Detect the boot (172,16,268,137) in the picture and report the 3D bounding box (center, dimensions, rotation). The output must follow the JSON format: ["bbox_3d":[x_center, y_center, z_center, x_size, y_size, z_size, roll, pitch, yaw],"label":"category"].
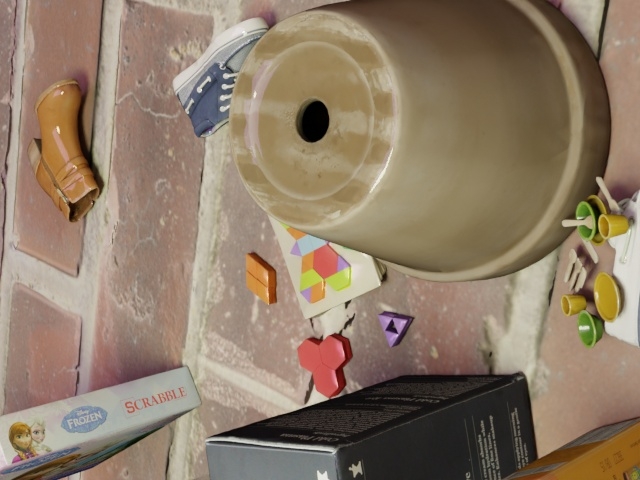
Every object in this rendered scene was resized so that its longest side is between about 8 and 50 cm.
[{"bbox_3d":[-0.116,-0.208,1.252,0.190,0.069,0.086,-31,82,48],"label":"boot"}]

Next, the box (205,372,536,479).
[{"bbox_3d":[0.074,0.330,0.973,0.179,0.313,0.343,-8,90,42],"label":"box"}]

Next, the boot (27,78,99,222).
[{"bbox_3d":[-0.382,-0.136,1.487,0.152,0.073,0.197,55,138,24],"label":"boot"}]

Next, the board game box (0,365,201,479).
[{"bbox_3d":[-0.384,0.293,1.372,0.318,0.319,0.066,-35,74,39],"label":"board game box"}]

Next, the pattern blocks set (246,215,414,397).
[{"bbox_3d":[0.000,0.000,1.192,0.285,0.026,0.324,-46,65,35],"label":"pattern blocks set"}]

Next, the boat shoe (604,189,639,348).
[{"bbox_3d":[0.297,-0.007,0.889,0.076,0.083,0.226,12,104,39],"label":"boat shoe"}]

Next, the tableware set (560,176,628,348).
[{"bbox_3d":[0.253,0.026,0.907,0.154,0.024,0.104,94,165,-47],"label":"tableware set"}]

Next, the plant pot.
[{"bbox_3d":[0.072,-0.111,0.933,0.323,0.280,0.323,2,94,38],"label":"plant pot"}]

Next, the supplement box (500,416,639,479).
[{"bbox_3d":[0.239,0.224,0.868,0.080,0.233,0.078,-28,77,44],"label":"supplement box"}]

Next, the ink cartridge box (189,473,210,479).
[{"bbox_3d":[-0.049,0.368,1.140,0.168,0.233,0.171,14,105,40],"label":"ink cartridge box"}]
